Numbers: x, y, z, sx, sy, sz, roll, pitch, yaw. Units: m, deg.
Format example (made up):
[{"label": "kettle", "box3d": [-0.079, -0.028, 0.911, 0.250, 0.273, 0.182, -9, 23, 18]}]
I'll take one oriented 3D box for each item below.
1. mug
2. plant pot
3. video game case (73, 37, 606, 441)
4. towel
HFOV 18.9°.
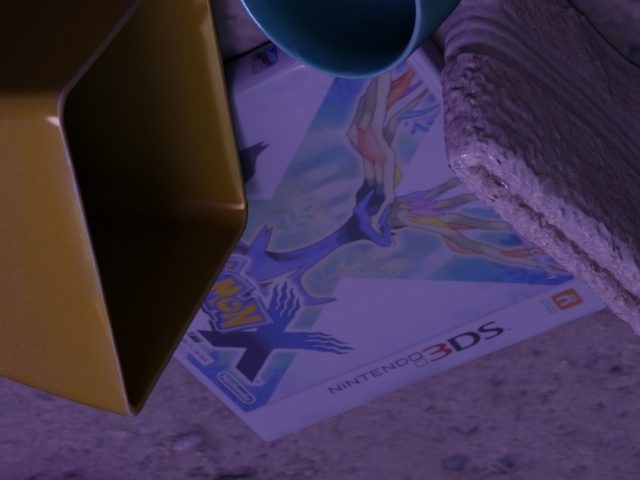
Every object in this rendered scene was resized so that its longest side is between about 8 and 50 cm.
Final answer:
[{"label": "mug", "box3d": [0.013, -0.176, 1.093, 0.157, 0.097, 0.129, 30, 140, 16]}, {"label": "plant pot", "box3d": [-0.177, -0.046, 1.139, 0.187, 0.212, 0.212, 3, 125, 18]}, {"label": "video game case", "box3d": [0.000, 0.000, 1.334, 0.300, 0.036, 0.329, -24, 133, 21]}, {"label": "towel", "box3d": [0.169, -0.048, 1.181, 0.049, 0.187, 0.282, -28, 132, 30]}]
